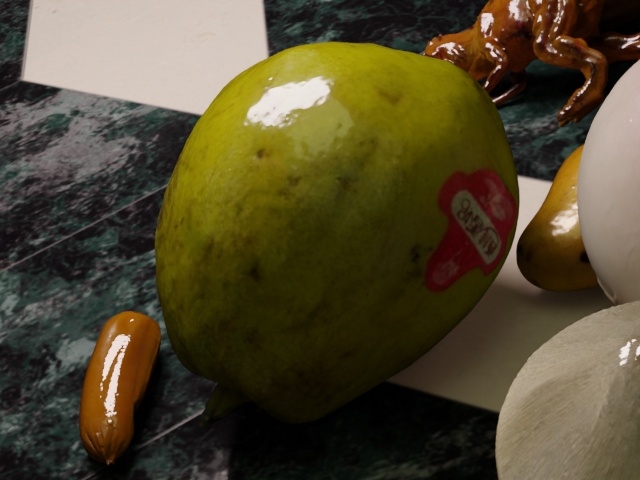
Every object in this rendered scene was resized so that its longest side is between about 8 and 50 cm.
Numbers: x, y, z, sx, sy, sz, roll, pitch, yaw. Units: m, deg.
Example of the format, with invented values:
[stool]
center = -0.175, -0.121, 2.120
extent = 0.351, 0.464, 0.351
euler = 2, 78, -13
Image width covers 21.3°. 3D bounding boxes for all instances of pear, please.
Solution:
[pear]
center = 0.000, 0.000, 1.442
extent = 0.287, 0.287, 0.375
euler = 24, 78, 40

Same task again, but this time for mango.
[mango]
center = 0.252, -0.023, 1.520
extent = 0.115, 0.090, 0.178
euler = 12, 49, 32

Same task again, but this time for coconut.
[coconut]
center = 0.237, 0.154, 1.154
extent = 0.237, 0.266, 0.237
euler = -4, 43, 4

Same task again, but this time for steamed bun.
[steamed bun]
center = 0.356, -0.059, 1.323
extent = 0.309, 0.309, 0.309
euler = -10, 37, 7

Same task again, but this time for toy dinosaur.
[toy dinosaur]
center = 0.262, -0.228, 1.701
extent = 0.432, 0.097, 0.208
euler = -41, 72, 20

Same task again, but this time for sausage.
[sausage]
center = -0.181, 0.125, 1.512
extent = 0.062, 0.054, 0.183
euler = -28, 31, 32

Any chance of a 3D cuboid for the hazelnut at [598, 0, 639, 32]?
[hazelnut]
center = 0.288, -0.314, 1.823
extent = 0.210, 0.210, 0.186
euler = 2, 14, 22
